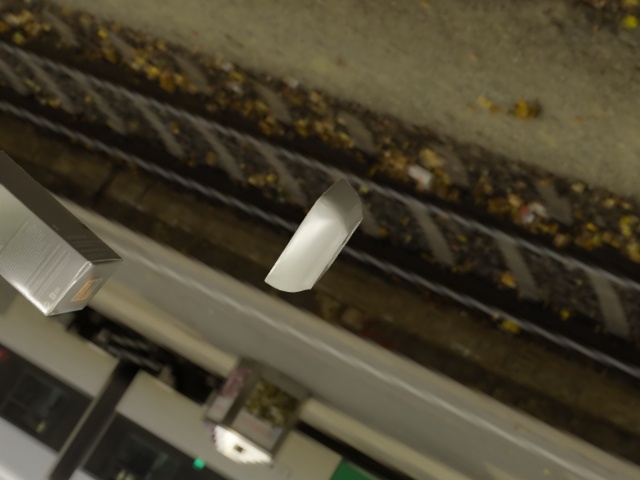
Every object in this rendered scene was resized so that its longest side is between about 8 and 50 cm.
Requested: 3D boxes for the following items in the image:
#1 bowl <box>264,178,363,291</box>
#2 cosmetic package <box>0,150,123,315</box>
[{"bbox_3d":[0.000,0.000,1.504,0.053,0.142,0.142,36,-161,3],"label":"bowl"},{"bbox_3d":[-0.393,-0.014,1.625,0.238,0.107,0.127,43,-171,6],"label":"cosmetic package"}]
